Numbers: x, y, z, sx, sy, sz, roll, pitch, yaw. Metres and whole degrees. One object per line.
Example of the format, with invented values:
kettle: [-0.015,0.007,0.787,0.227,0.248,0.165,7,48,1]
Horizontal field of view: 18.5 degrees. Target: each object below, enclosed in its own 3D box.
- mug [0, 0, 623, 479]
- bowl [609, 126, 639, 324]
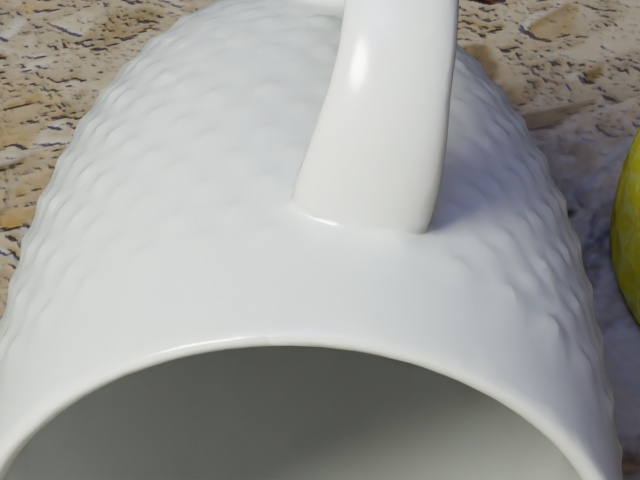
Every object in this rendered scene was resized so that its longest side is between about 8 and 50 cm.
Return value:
mug: [0.000,0.000,0.892,0.276,0.374,0.328,8,39,-6]
bowl: [0.304,-0.049,1.056,0.289,0.156,0.289,-2,48,2]
